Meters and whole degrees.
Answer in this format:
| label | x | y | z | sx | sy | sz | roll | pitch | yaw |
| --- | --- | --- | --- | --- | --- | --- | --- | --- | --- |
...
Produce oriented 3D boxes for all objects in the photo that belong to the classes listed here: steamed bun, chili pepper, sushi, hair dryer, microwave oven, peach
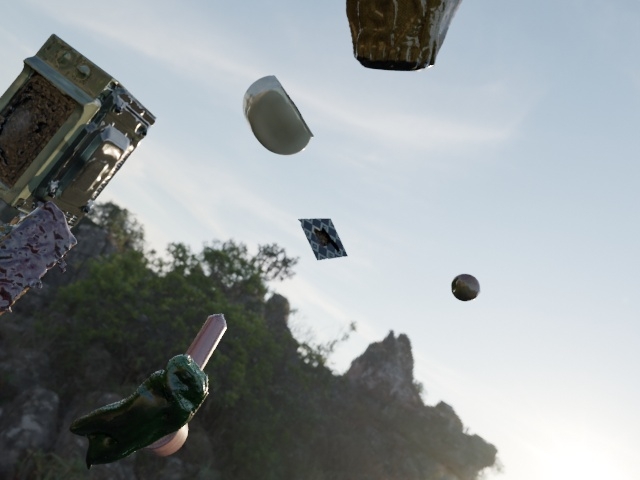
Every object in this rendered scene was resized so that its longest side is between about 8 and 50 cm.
| label | x | y | z | sx | sy | sz | roll | pitch | yaw |
| --- | --- | --- | --- | --- | --- | --- | --- | --- | --- |
| steamed bun | -0.146 | -0.381 | 1.900 | 0.242 | 0.164 | 0.146 | 56 | 1 | -36 |
| chili pepper | -0.261 | 0.254 | 0.867 | 0.098 | 0.224 | 0.061 | 54 | 2 | -14 |
| sushi | -0.429 | 0.057 | 0.747 | 0.108 | 0.241 | 0.161 | 57 | 9 | -25 |
| sushi | 0.000 | 0.000 | 1.536 | 0.026 | 0.126 | 0.120 | -37 | -111 | 37 |
| hair dryer | -0.313 | 0.327 | 1.399 | 0.125 | 0.353 | 0.210 | 28 | -25 | 5 |
| microwave oven | -0.589 | -0.235 | 1.400 | 0.218 | 0.355 | 0.286 | 36 | -4 | 14 |
| peach | 0.405 | 0.131 | 1.674 | 0.083 | 0.083 | 0.083 | 32 | -16 | 10 |

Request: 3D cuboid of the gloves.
| label | x | y | z | sx | sy | sz | roll | pitch | yaw |
| --- | --- | --- | --- | --- | --- | --- | --- | --- | --- |
| gloves | 0.136 | -0.436 | 0.918 | 0.202 | 0.357 | 0.155 | 9 | 3 | 17 |
